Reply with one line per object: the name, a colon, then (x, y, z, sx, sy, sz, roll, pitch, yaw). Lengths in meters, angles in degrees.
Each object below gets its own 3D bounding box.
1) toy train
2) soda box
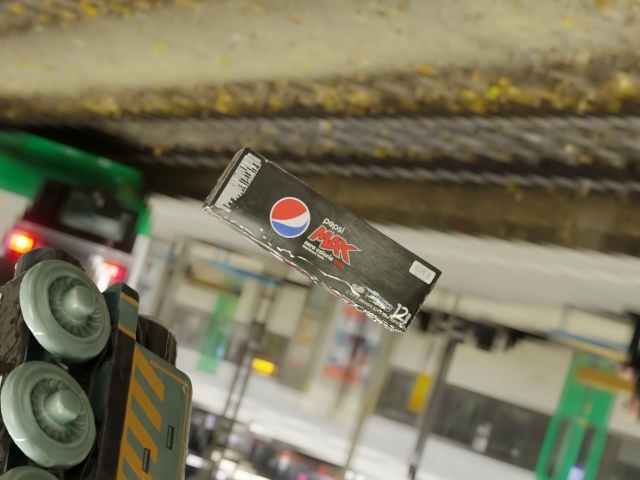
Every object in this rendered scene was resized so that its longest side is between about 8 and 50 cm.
toy train: (-0.175, 0.163, 1.240, 0.142, 0.334, 0.190, -30, 129, 30)
soda box: (0.000, 0.000, 1.285, 0.169, 0.053, 0.060, 33, 175, -6)
